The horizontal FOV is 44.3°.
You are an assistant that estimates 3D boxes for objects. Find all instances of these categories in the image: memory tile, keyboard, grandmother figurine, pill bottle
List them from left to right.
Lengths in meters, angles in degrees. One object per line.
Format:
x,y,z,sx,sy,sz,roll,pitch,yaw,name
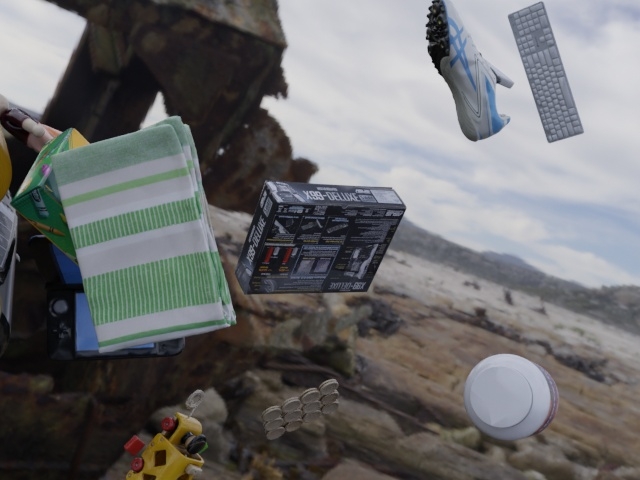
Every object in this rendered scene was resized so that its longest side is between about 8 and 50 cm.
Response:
-0.686,-0.258,1.887,0.342,0.104,0.208,33,-26,-11,grandmother figurine
-0.034,0.301,1.398,0.012,0.148,0.113,58,-16,36,memory tile
0.419,0.344,1.724,0.181,0.182,0.323,20,-3,24,pill bottle
0.423,-0.313,1.474,0.072,0.256,0.014,-14,9,42,keyboard

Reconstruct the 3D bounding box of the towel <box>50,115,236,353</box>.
-0.275,-0.003,1.206,0.247,0.325,0.038,-14,1,17,towel

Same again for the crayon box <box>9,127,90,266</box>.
-0.387,-0.038,1.375,0.081,0.165,0.278,-23,-54,25,crayon box

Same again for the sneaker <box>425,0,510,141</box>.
0.233,-0.275,1.249,0.237,0.086,0.085,66,-9,-20,sneaker

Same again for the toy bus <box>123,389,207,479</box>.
-0.283,0.433,1.563,0.191,0.202,0.104,-23,45,-38,toy bus

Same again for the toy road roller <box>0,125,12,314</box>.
-0.473,-0.051,0.976,0.329,0.240,0.202,44,-27,16,toy road roller

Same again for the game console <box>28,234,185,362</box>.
-0.437,0.120,1.626,0.293,0.250,0.173,-3,-9,-3,game console

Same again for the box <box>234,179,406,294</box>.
0.000,0.000,1.645,0.307,0.242,0.076,0,39,-29,box

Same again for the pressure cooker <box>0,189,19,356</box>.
-0.770,0.022,1.482,0.375,0.420,0.370,0,-36,-16,pressure cooker

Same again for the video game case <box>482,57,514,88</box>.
0.290,-0.349,1.506,0.143,0.019,0.157,46,23,25,video game case
